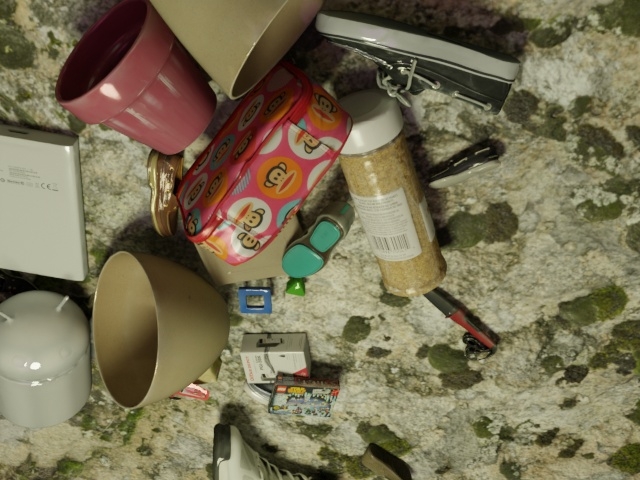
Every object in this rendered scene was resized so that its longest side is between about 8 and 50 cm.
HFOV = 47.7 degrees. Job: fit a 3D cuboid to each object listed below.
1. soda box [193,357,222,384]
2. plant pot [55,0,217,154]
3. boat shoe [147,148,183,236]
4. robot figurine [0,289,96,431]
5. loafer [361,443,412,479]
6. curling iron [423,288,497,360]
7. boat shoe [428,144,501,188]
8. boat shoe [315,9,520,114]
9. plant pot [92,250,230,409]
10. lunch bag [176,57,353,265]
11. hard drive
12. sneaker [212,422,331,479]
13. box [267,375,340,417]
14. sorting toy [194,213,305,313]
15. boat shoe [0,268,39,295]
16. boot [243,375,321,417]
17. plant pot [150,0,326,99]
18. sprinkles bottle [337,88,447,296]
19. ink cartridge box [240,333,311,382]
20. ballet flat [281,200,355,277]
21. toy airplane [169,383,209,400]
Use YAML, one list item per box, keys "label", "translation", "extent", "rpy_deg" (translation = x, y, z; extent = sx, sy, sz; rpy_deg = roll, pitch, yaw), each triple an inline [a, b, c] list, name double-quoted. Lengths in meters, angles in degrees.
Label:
- label: "soda box"
  translation: [-0.309, 0.277, 1.563]
  extent: [0.181, 0.058, 0.061]
  rpy_deg: [-10, 126, 15]
- label: "plant pot"
  translation: [-0.263, -0.231, 1.092]
  extent: [0.201, 0.201, 0.180]
  rpy_deg: [-27, 135, 25]
- label: "boat shoe"
  translation: [-0.265, -0.079, 1.277]
  extent: [0.060, 0.064, 0.178]
  rpy_deg: [7, 126, 4]
- label: "robot figurine"
  translation: [-0.568, 0.240, 1.463]
  extent: [0.200, 0.299, 0.354]
  rpy_deg: [45, 140, 27]
- label: "loafer"
  translation: [0.156, 0.537, 1.714]
  extent: [0.148, 0.056, 0.050]
  rpy_deg: [42, 122, -12]
- label: "curling iron"
  translation: [0.251, 0.149, 1.410]
  extent: [0.068, 0.035, 0.274]
  rpy_deg: [-33, 118, 27]
- label: "boat shoe"
  translation: [0.235, -0.121, 1.202]
  extent: [0.125, 0.038, 0.046]
  rpy_deg: [-21, 164, 28]
- label: "boat shoe"
  translation: [0.134, -0.256, 1.063]
  extent: [0.306, 0.113, 0.105]
  rpy_deg: [11, 114, -14]
- label: "plant pot"
  translation: [-0.285, 0.160, 1.367]
  extent: [0.190, 0.284, 0.284]
  rpy_deg: [-1, 139, -40]
- label: "lunch bag"
  translation: [-0.096, -0.129, 1.104]
  extent: [0.120, 0.258, 0.293]
  rpy_deg: [34, 102, -28]
- label: "hard drive"
  translation: [-0.540, -0.066, 1.335]
  extent: [0.203, 0.040, 0.308]
  rpy_deg: [10, 128, -1]
- label: "sneaker"
  translation: [-0.100, 0.560, 1.718]
  extent: [0.257, 0.169, 0.448]
  rpy_deg: [-9, 134, 3]
- label: "box"
  translation: [-0.035, 0.328, 1.516]
  extent: [0.137, 0.027, 0.094]
  rpy_deg: [6, 126, -13]
- label: "sorting toy"
  translation: [-0.129, -0.008, 1.330]
  extent: [0.195, 0.047, 0.348]
  rpy_deg: [-12, 126, 10]
- label: "boat shoe"
  translation: [-0.635, 0.090, 1.469]
  extent: [0.133, 0.042, 0.049]
  rpy_deg: [33, 121, -20]
- label: "boot"
  translation: [-0.066, 0.316, 1.566]
  extent: [0.190, 0.069, 0.086]
  rpy_deg: [22, 120, -20]
- label: "plant pot"
  translation: [-0.139, -0.373, 0.944]
  extent: [0.274, 0.256, 0.256]
  rpy_deg: [40, 123, -4]
- label: "sprinkles bottle"
  translation: [0.113, -0.070, 1.203]
  extent: [0.121, 0.121, 0.355]
  rpy_deg: [-12, 125, 16]
- label: "ink cartridge box"
  translation: [-0.093, 0.247, 1.514]
  extent: [0.135, 0.056, 0.099]
  rpy_deg: [-3, 128, 8]
- label: "ballet flat"
  translation: [0.000, 0.000, 1.262]
  extent: [0.072, 0.068, 0.213]
  rpy_deg: [39, 143, -3]
- label: "toy airplane"
  translation: [-0.298, 0.282, 1.510]
  extent: [0.151, 0.028, 0.151]
  rpy_deg: [3, 127, 3]
